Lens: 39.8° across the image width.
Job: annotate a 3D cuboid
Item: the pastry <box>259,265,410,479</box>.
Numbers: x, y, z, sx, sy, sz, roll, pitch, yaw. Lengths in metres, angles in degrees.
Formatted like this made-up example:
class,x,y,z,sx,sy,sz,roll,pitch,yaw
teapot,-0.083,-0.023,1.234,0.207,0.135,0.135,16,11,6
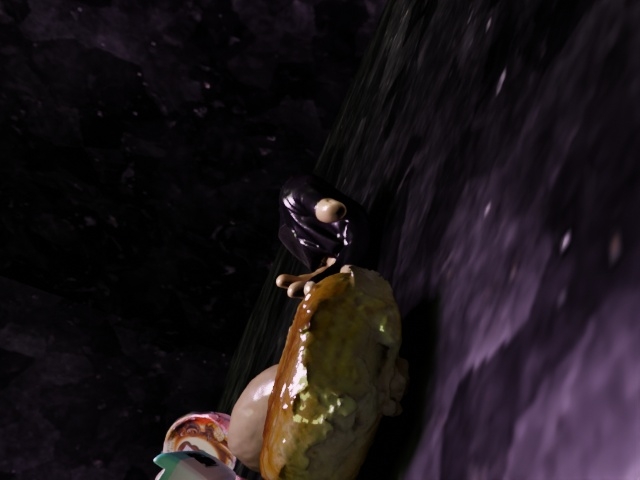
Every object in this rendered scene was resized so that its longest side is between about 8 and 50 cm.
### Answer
class,x,y,z,sx,sy,sz,roll,pitch,yaw
pastry,0.014,0.158,0.933,0.236,0.120,0.257,111,173,-49

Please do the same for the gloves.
class,x,y,z,sx,sy,sz,roll,pitch,yaw
gloves,0.006,-0.003,1.378,0.301,0.152,0.197,-92,1,-59

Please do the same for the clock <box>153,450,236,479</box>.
class,x,y,z,sx,sy,sz,roll,pitch,yaw
clock,-0.166,0.350,0.955,0.231,0.116,0.262,-59,-6,-11

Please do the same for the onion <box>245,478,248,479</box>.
class,x,y,z,sx,sy,sz,roll,pitch,yaw
onion,-0.195,0.470,1.422,0.230,0.163,0.230,-38,17,14

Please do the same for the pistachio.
class,x,y,z,sx,sy,sz,roll,pitch,yaw
pistachio,-0.057,0.253,1.276,0.226,0.135,0.136,-56,14,38

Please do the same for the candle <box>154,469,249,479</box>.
class,x,y,z,sx,sy,sz,roll,pitch,yaw
candle,-0.127,0.414,1.141,0.287,0.131,0.317,-47,33,21

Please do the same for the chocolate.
class,x,y,z,sx,sy,sz,roll,pitch,yaw
chocolate,-0.288,0.528,2.287,0.221,0.221,0.147,-69,-13,8
